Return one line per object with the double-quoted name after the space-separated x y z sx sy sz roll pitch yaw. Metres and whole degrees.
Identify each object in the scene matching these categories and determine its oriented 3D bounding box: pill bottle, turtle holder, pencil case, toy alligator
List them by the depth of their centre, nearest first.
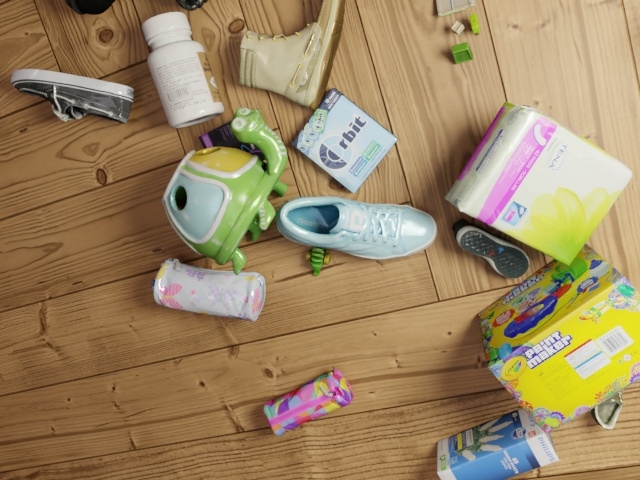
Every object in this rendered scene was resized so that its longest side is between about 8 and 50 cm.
-0.206 -0.104 1.157 0.227 0.243 0.320 31 139 -7 "turtle holder"
-0.314 -0.382 1.195 0.131 0.131 0.229 -15 100 15 "pill bottle"
0.000 0.000 1.259 0.056 0.051 0.189 12 106 9 "toy alligator"
-0.274 0.123 1.319 0.273 0.113 0.124 9 85 11 "pencil case"
-0.031 0.410 1.342 0.236 0.104 0.104 -32 95 18 "pencil case"

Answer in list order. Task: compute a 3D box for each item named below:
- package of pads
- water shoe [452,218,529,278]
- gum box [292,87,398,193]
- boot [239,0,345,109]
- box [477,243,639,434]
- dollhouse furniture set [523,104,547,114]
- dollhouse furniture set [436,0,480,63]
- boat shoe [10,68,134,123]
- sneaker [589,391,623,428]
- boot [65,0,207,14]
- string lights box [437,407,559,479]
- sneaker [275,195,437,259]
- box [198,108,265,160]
0.428 -0.111 1.032 0.297 0.101 0.229 24 106 -20 "package of pads"
0.381 0.011 1.172 0.203 0.080 0.073 30 113 -22 "water shoe"
0.055 -0.225 1.199 0.184 0.041 0.157 38 108 0 "gum box"
-0.065 -0.440 1.149 0.204 0.095 0.261 19 111 9 "boot"
0.499 0.182 1.075 0.290 0.279 0.177 -41 92 17 "box"
0.439 -0.176 1.119 0.161 0.101 0.181 17 107 -18 "dollhouse furniture set"
0.290 -0.454 1.102 0.076 0.058 0.151 -10 82 22 "dollhouse furniture set"
-0.605 -0.339 1.280 0.307 0.113 0.104 10 91 1 "boat shoe"
0.649 0.330 1.178 0.064 0.086 0.192 7 104 11 "sneaker"
-0.379 -0.579 1.161 0.260 0.131 0.348 44 108 -1 "boot"
0.409 0.495 1.246 0.260 0.133 0.076 -29 95 17 "string lights box"
0.079 -0.027 1.158 0.366 0.150 0.135 1 87 2 "sneaker"
-0.196 -0.227 1.260 0.162 0.029 0.116 -23 98 15 "box"
